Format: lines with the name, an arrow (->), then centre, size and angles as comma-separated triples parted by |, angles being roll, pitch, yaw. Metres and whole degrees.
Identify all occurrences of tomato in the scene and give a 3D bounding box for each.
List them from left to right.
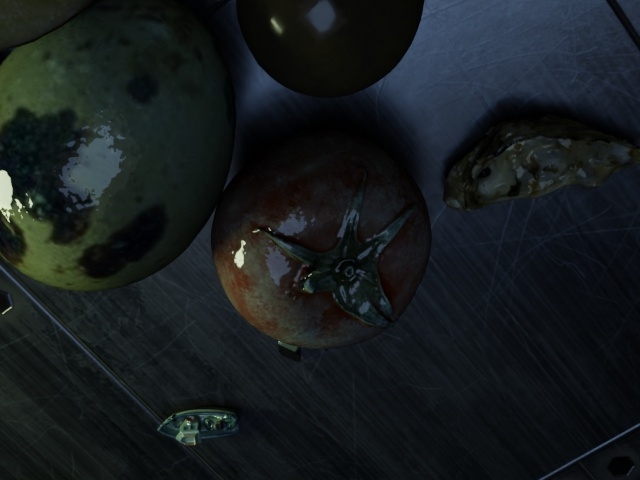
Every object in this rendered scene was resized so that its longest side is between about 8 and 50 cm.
tomato -> 0.000, 0.000, 1.525 | 0.316, 0.282, 0.317 | -6, 114, -15

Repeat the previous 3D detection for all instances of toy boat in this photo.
toy boat -> -0.209, 0.320, 1.822 | 0.140, 0.066, 0.059 | -2, 120, 4

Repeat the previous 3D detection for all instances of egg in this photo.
egg -> -0.286, -0.131, 1.442 | 0.345, 0.345, 0.428 | 34, 110, -14

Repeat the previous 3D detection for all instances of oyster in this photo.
oyster -> 0.332, -0.117, 1.585 | 0.294, 0.094, 0.166 | -2, 136, -8

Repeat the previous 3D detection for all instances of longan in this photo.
longan -> 0.014, -0.317, 1.394 | 0.258, 0.258, 0.258 | 1, 117, 1

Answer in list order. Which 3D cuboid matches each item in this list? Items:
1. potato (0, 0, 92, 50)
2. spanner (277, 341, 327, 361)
potato -> -0.478, -0.461, 1.293 | 0.442, 0.319, 0.385 | 40, 78, -40
spanner -> -0.039, 0.056, 1.710 | 0.087, 0.024, 0.316 | -5, 115, 3
